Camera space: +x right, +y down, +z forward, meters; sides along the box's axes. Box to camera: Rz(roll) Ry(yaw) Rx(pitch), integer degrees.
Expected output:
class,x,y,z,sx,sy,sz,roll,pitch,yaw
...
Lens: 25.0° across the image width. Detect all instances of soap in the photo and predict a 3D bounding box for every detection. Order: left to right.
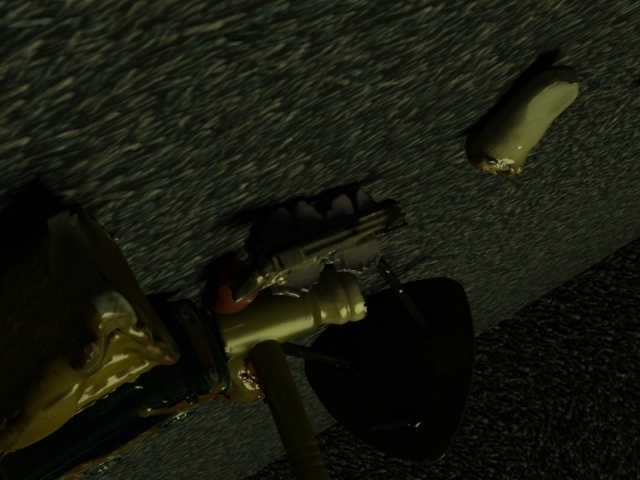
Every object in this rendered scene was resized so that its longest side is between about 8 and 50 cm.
class,x,y,z,sx,sy,sz,roll,pitch,yaw
soap,-0.311,0.120,1.257,0.338,0.169,0.304,-31,168,-2

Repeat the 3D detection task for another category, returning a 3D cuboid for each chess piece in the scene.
class,x,y,z,sx,sy,sz,roll,pitch,yaw
chess piece,-0.044,0.096,2.018,0.200,0.090,0.090,-16,165,-10

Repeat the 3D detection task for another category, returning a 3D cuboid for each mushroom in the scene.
class,x,y,z,sx,sy,sz,roll,pitch,yaw
mushroom,0.244,-0.148,1.705,0.084,0.071,0.209,10,149,-17

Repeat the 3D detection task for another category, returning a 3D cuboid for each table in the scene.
class,x,y,z,sx,sy,sz,roll,pitch,yaw
table,0.058,0.187,2.308,0.317,0.317,0.249,-33,154,16

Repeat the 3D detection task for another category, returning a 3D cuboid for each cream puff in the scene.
class,x,y,z,sx,sy,sz,roll,pitch,yaw
cream puff,-0.131,0.156,1.926,0.149,0.149,0.084,126,-13,-62

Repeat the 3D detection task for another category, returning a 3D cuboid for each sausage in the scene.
class,x,y,z,sx,sy,sz,roll,pitch,yaw
sausage,-0.105,0.055,1.720,0.054,0.059,0.094,-1,160,-18

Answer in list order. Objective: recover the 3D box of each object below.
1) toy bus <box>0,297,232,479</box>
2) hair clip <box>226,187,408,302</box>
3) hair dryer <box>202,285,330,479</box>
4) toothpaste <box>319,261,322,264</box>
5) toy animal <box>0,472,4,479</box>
class,x,y,z,sx,sy,sz,roll,pitch,yaw
toy bus,-0.260,0.186,1.718,0.275,0.139,0.167,-32,166,22
hair clip,0.000,0.000,1.638,0.084,0.106,0.292,-24,179,43
hair dryer,-0.040,0.177,1.798,0.134,0.279,0.090,-17,161,-12
toothpaste,-0.031,0.009,1.765,0.043,0.037,0.178,-36,167,12
toy animal,-0.443,0.342,1.882,0.208,0.156,0.204,-44,169,-17
